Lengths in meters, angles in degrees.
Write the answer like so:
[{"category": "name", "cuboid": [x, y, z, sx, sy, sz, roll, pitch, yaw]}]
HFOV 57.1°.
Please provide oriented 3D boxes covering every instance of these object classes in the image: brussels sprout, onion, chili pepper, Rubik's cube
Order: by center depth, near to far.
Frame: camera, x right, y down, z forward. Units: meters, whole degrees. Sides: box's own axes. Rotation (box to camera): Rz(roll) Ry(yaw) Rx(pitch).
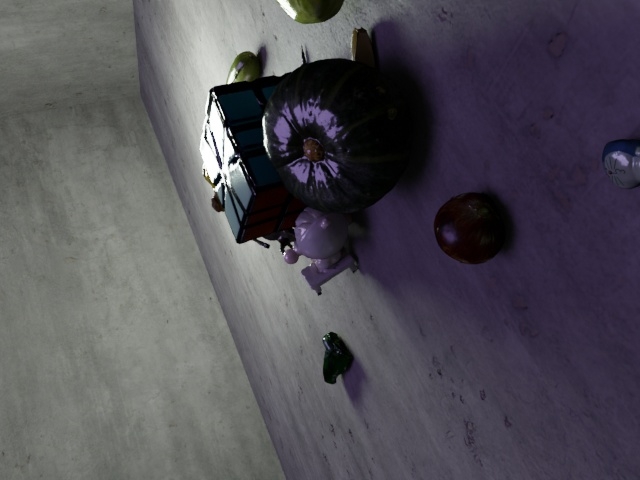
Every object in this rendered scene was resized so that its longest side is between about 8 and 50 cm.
[{"category": "onion", "cuboid": [0.235, -0.017, 0.944, 0.117, 0.118, 0.119, 54, 152, 32]}, {"category": "brussels sprout", "cuboid": [-0.027, -0.533, 1.146, 0.223, 0.161, 0.223, 163, 90, -76]}, {"category": "Rubik's cube", "cuboid": [-0.103, -0.198, 1.400, 0.288, 0.283, 0.293, 67, 154, 14]}, {"category": "chili pepper", "cuboid": [0.042, 0.360, 1.741, 0.108, 0.062, 0.216, 55, 154, 40]}]

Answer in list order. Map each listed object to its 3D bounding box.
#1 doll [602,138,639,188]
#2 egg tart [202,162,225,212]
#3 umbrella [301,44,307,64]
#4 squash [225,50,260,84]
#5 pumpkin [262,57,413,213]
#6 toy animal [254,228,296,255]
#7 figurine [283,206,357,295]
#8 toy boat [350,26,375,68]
[{"category": "doll", "cuboid": [0.359, -0.082, 0.665, 0.083, 0.050, 0.076, 27, 148, 60]}, {"category": "egg tart", "cuboid": [-0.243, -0.239, 1.696, 0.129, 0.341, 0.341, 23, 141, 9]}, {"category": "umbrella", "cuboid": [-0.036, -0.419, 1.452, 0.022, 0.013, 0.122, -102, 2, -72]}, {"category": "squash", "cuboid": [-0.256, -0.472, 1.851, 0.094, 0.094, 0.341, 67, 158, 17]}, {"category": "pumpkin", "cuboid": [0.036, -0.199, 1.119, 0.300, 0.207, 0.300, 17, 120, 31]}, {"category": "toy animal", "cuboid": [-0.114, -0.023, 1.616, 0.087, 0.243, 0.260, -64, 18, 6]}, {"category": "figurine", "cuboid": [-0.001, 0.009, 1.410, 0.257, 0.181, 0.145, 71, -175, -58]}, {"category": "toy boat", "cuboid": [0.084, -0.344, 1.166, 0.049, 0.047, 0.149, -127, 30, -71]}]
